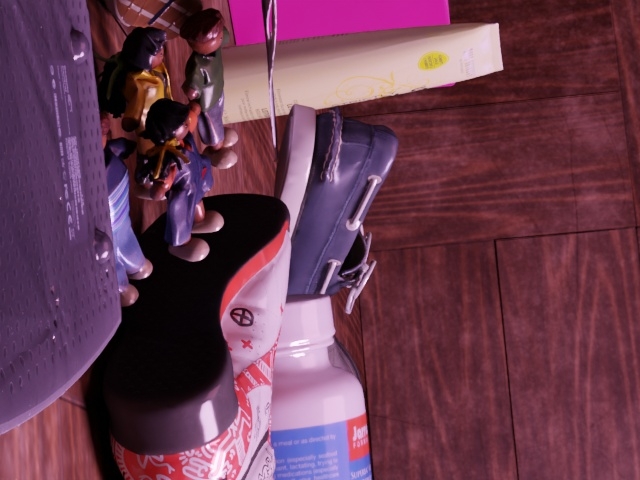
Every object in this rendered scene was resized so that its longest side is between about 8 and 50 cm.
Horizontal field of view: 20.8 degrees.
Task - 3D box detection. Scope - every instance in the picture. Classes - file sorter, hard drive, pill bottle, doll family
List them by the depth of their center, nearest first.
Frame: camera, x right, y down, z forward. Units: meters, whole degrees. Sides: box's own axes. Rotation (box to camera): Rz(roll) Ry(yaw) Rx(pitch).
[{"bbox_3d":[-0.123,-0.026,0.618,0.255,0.054,0.172,-55,139,-83],"label":"hard drive"},{"bbox_3d":[-0.091,-0.055,0.937,0.193,0.076,0.111,-85,174,-49],"label":"doll family"},{"bbox_3d":[-0.028,0.150,1.145,0.124,0.124,0.222,-37,122,-84],"label":"pill bottle"},{"bbox_3d":[0.010,-0.306,1.662,0.182,0.202,0.291,-91,174,-54],"label":"file sorter"}]

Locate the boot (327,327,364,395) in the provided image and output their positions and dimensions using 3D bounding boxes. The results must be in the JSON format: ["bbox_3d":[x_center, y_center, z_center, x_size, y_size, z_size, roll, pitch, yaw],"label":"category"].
[{"bbox_3d":[-0.024,0.130,1.608,0.161,0.083,0.247,-74,154,-58],"label":"boot"}]

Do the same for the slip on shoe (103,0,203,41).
[{"bbox_3d":[-0.107,-0.157,1.052,0.041,0.051,0.135,49,6,11],"label":"slip on shoe"}]

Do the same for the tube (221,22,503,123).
[{"bbox_3d":[0.023,-0.135,1.367,0.070,0.240,0.062,-87,168,-66],"label":"tube"}]

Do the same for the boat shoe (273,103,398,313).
[{"bbox_3d":[0.000,0.000,1.212,0.254,0.079,0.095,103,-6,-49],"label":"boat shoe"}]

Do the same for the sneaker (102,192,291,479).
[{"bbox_3d":[-0.064,0.085,1.011,0.270,0.090,0.145,-78,164,-63],"label":"sneaker"}]

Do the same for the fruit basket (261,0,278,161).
[{"bbox_3d":[-0.054,-0.269,1.042,0.327,0.165,0.353,93,-2,-70],"label":"fruit basket"}]
